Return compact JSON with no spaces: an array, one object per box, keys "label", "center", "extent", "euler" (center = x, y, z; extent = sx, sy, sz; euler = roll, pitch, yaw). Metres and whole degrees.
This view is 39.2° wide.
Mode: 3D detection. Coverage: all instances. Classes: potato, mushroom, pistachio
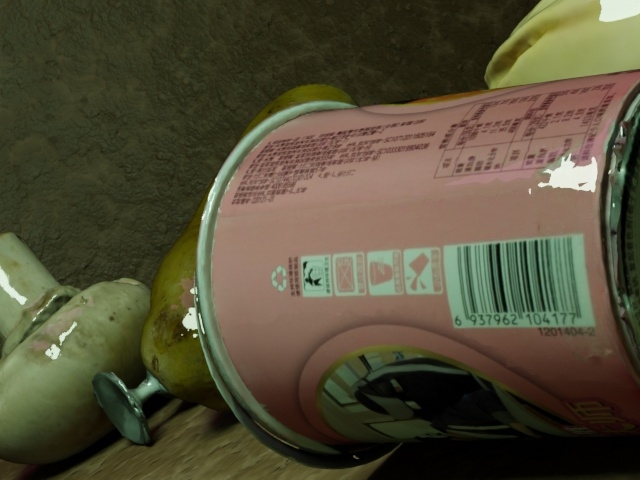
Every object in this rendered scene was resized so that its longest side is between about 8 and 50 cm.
[{"label":"potato","center":[-0.048,0.000,0.919],"extent":[0.195,0.176,0.369],"euler":[-20,44,64]},{"label":"mushroom","center":[-0.342,0.120,1.146],"extent":[0.292,0.290,0.292],"euler":[-39,-2,-2]},{"label":"pistachio","center":[0.233,-0.096,0.619],"extent":[0.238,0.229,0.321],"euler":[9,-7,2]}]

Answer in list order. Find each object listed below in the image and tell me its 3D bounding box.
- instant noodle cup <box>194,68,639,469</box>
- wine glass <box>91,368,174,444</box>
[{"label":"instant noodle cup","center":[0.093,0.015,0.488],"extent":[0.255,0.244,0.244],"euler":[-8,21,49]},{"label":"wine glass","center":[-0.150,0.136,1.046],"extent":[0.222,0.103,0.103],"euler":[-36,9,-35]}]
